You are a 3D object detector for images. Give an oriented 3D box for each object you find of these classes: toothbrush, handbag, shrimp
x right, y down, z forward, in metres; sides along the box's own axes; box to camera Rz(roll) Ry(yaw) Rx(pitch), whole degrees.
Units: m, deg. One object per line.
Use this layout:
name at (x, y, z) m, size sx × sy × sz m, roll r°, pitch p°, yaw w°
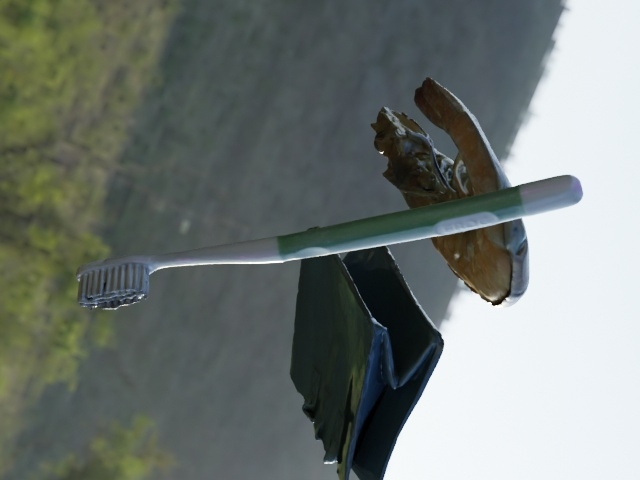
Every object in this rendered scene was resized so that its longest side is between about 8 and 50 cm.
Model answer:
toothbrush at (0.000, 0.000, 0.914) m, size 0.018 × 0.257 × 0.024 m, roll 60°, pitch 23°, yaw -52°
handbag at (0.022, 0.087, 1.440) m, size 0.221 × 0.057 × 0.144 m, roll -121°, pitch -137°, yaw -64°
shrimp at (0.087, -0.053, 1.314) m, size 0.251 × 0.052 × 0.143 m, roll -132°, pitch -151°, yaw -52°
